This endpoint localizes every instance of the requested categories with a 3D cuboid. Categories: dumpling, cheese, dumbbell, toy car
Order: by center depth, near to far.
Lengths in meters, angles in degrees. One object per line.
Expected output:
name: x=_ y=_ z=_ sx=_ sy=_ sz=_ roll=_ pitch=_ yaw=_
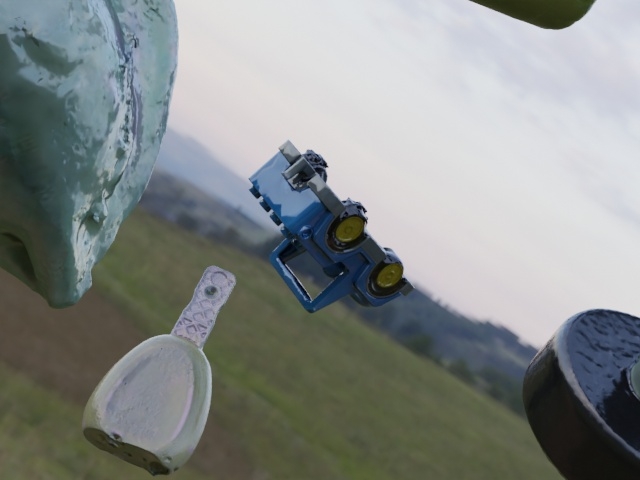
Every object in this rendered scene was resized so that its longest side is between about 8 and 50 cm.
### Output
dumbbell: x=0.169 y=0.024 z=0.610 sx=0.100 sy=0.191 sz=0.100 roll=21 pitch=37 yaw=-17
dumpling: x=-0.129 y=-0.077 z=0.719 sx=0.105 sy=0.149 sz=0.217 roll=-130 pitch=-159 yaw=-66
cheese: x=-0.122 y=0.100 z=1.285 sx=0.097 sy=0.192 sz=0.037 roll=23 pitch=-32 yaw=5
toy car: x=0.000 y=0.000 z=1.370 sx=0.191 sy=0.100 sz=0.097 roll=46 pitch=4 yaw=-48

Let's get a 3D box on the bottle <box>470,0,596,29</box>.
bottle: x=0.144 y=-0.284 z=1.441 sx=0.260 sy=0.112 sz=0.112 roll=16 pitch=10 yaw=-31
